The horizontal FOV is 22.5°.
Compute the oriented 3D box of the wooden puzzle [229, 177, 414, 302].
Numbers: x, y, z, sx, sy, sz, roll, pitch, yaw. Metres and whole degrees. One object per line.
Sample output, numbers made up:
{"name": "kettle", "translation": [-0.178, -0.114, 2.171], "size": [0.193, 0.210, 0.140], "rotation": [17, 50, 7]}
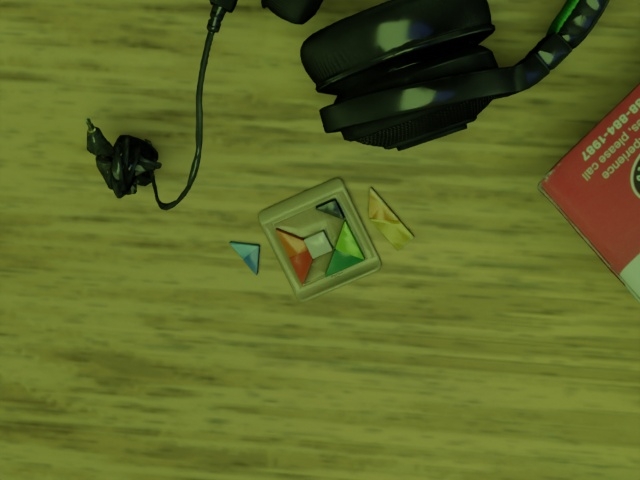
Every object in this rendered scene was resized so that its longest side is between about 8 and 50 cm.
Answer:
{"name": "wooden puzzle", "translation": [0.000, 0.000, 1.140], "size": [0.116, 0.014, 0.078], "rotation": [-30, 97, 13]}

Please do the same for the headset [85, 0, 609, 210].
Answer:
{"name": "headset", "translation": [0.014, -0.159, 1.063], "size": [0.394, 0.185, 0.243], "rotation": [-39, 92, -2]}

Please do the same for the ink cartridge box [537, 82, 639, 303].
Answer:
{"name": "ink cartridge box", "translation": [0.363, 0.020, 0.933], "size": [0.279, 0.160, 0.384], "rotation": [-44, 61, 13]}
